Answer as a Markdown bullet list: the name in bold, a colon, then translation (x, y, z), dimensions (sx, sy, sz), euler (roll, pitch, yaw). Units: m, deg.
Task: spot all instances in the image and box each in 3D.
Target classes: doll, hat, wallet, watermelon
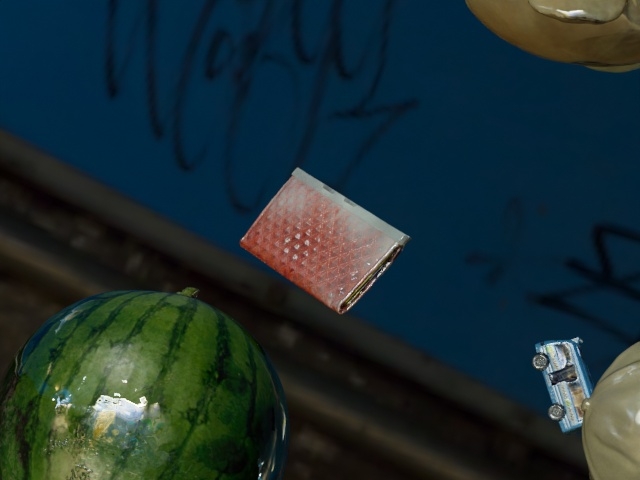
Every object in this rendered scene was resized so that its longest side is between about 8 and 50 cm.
- **doll**: translation (0.255, -0.204, 1.257), dimensions (0.330, 0.174, 0.235), euler (-6, 34, -19)
- **hat**: translation (0.292, 0.166, 1.374), dimensions (0.144, 0.166, 0.173), euler (20, -2, -19)
- **wallet**: translation (0.000, 0.000, 1.802), dimensions (0.196, 0.103, 0.020), euler (32, -11, 49)
- **watermelon**: translation (-0.144, 0.155, 1.430), dimensions (0.242, 0.242, 0.242), euler (19, -17, 6)

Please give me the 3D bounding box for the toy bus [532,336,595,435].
- **toy bus**: translation (0.217, 0.126, 1.578), dimensions (0.046, 0.083, 0.038), euler (-19, -15, 13)
